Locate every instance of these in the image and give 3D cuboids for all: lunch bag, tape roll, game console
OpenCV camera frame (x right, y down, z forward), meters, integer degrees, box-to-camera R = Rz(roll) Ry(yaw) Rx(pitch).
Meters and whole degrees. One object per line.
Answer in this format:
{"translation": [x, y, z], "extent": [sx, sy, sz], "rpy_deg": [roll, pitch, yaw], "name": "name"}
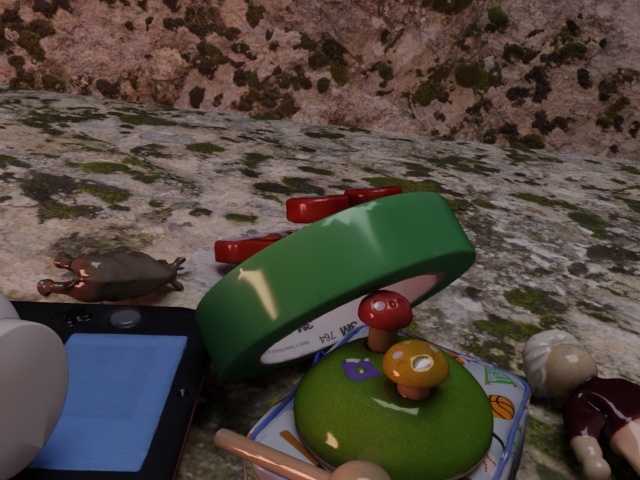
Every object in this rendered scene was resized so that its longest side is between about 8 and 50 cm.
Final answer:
{"translation": [0.070, 0.203, 0.611], "extent": [0.243, 0.115, 0.303], "rpy_deg": [16, 24, 25], "name": "lunch bag"}
{"translation": [0.020, 0.061, 0.696], "extent": [0.321, 0.321, 0.077], "rpy_deg": [-11, 68, -38], "name": "tape roll"}
{"translation": [-0.301, 0.171, 0.639], "extent": [0.342, 0.060, 0.386], "rpy_deg": [7, 22, -3], "name": "game console"}

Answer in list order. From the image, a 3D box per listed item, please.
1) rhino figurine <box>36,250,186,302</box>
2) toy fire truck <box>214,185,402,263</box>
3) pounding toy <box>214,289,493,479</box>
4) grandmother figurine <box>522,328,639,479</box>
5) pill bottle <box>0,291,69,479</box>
{"translation": [-0.286, 0.051, 0.900], "extent": [0.106, 0.073, 0.243], "rpy_deg": [2, 1, 27], "name": "rhino figurine"}
{"translation": [0.000, 0.000, 1.043], "extent": [0.302, 0.169, 0.254], "rpy_deg": [-12, 10, -40], "name": "toy fire truck"}
{"translation": [0.050, 0.121, 0.520], "extent": [0.183, 0.110, 0.237], "rpy_deg": [20, 28, 38], "name": "pounding toy"}
{"translation": [0.369, 0.217, 0.689], "extent": [0.208, 0.104, 0.342], "rpy_deg": [4, 23, -30], "name": "grandmother figurine"}
{"translation": [-0.388, 0.105, 0.502], "extent": [0.323, 0.181, 0.181], "rpy_deg": [7, 22, 13], "name": "pill bottle"}
